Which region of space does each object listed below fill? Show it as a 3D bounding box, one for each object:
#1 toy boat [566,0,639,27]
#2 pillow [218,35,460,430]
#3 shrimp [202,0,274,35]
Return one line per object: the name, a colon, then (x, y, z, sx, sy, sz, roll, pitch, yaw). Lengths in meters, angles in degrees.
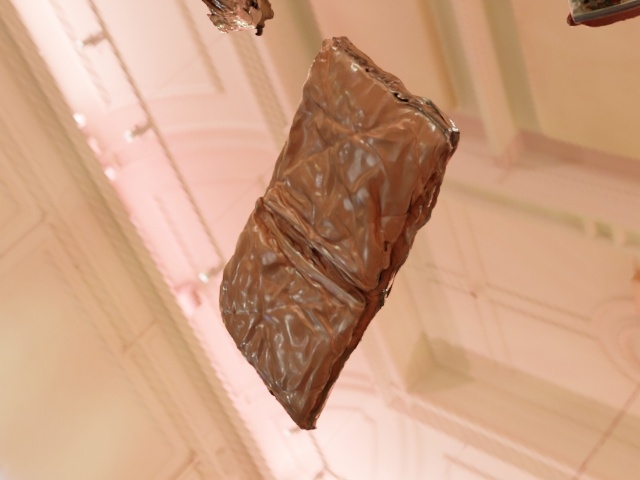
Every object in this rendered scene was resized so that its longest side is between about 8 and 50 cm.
toy boat: (0.384, -0.313, 1.360, 0.173, 0.069, 0.058, -14, -48, 14)
pillow: (0.000, 0.000, 0.665, 0.126, 0.043, 0.232, 48, -52, 33)
shrimp: (-0.080, -0.181, 0.761, 0.126, 0.047, 0.223, 48, 12, 26)
